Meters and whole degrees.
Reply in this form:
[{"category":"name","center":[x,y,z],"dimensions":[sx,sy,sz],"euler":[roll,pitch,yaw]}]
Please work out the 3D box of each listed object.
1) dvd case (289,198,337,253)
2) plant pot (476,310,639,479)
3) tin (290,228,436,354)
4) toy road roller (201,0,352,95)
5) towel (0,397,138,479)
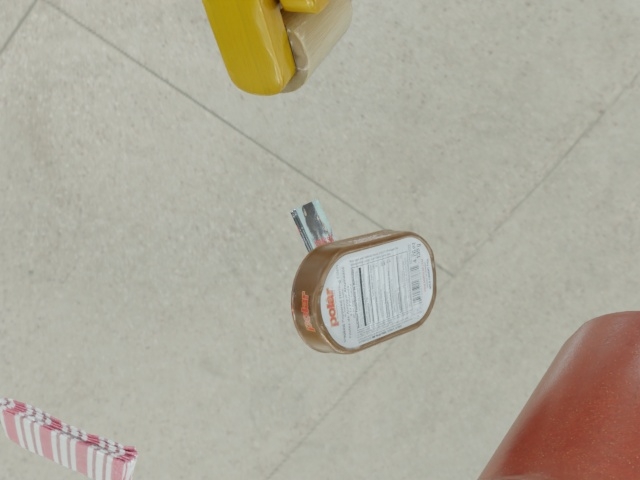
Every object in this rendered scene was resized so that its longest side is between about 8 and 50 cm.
[{"category":"dvd case","center":[0.000,0.000,1.257],"dimensions":[0.013,0.087,0.119],"euler":[-22,93,26]},{"category":"plant pot","center":[0.243,0.214,0.661],"dimensions":[0.265,0.272,0.272],"euler":[-51,134,-36]},{"category":"tin","center":[0.049,0.047,0.824],"dimensions":[0.189,0.040,0.106],"euler":[-14,98,-45]},{"category":"toy road roller","center":[-0.001,-0.330,0.955],"dimensions":[0.240,0.202,0.330],"euler":[12,139,26]},{"category":"towel","center":[-0.345,0.278,1.152],"dimensions":[0.197,0.029,0.144],"euler":[25,146,-1]}]
